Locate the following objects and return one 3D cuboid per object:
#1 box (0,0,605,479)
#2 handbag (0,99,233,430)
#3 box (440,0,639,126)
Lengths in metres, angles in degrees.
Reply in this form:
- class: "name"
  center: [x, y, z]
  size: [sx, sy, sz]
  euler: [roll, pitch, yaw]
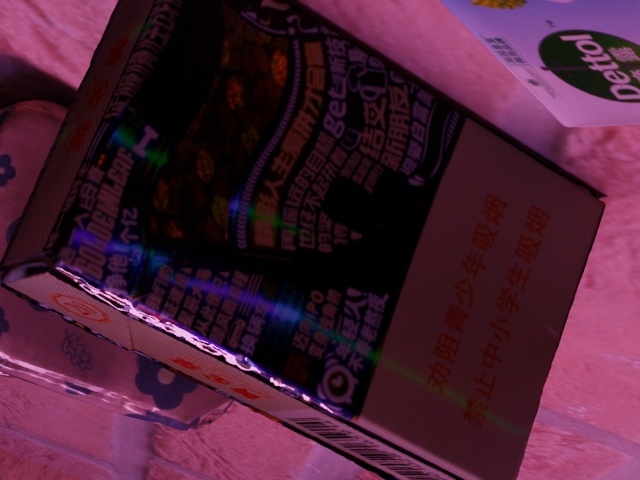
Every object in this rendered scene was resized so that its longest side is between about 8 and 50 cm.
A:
- class: "box"
  center: [0.000, 0.000, 0.987]
  size: [0.310, 0.198, 0.084]
  euler: [30, 160, -25]
- class: "handbag"
  center: [-0.177, 0.021, 1.272]
  size: [0.251, 0.190, 0.193]
  euler: [25, 172, -27]
- class: "box"
  center: [0.115, -0.125, 0.717]
  size: [0.139, 0.073, 0.194]
  euler: [1, 153, 44]
